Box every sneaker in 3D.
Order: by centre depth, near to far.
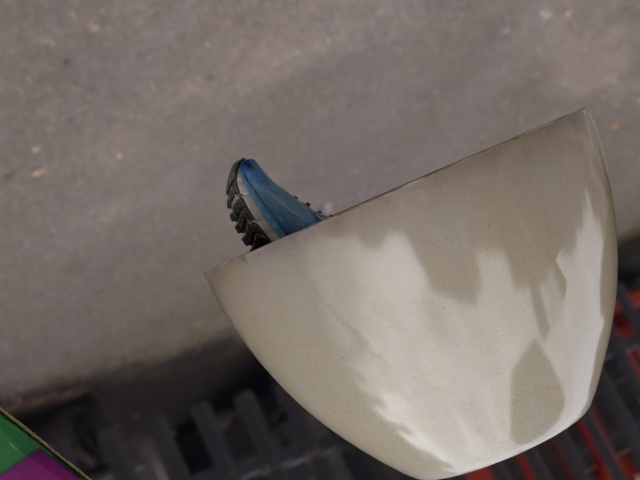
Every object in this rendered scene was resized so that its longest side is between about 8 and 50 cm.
[{"bbox_3d":[0.000,0.000,0.998,0.073,0.162,0.063,-46,-174,-15],"label":"sneaker"}]

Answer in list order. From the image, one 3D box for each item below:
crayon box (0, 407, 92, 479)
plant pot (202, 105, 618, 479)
[{"bbox_3d":[-0.268,0.233,1.028,0.106,0.363,0.313,-35,140,-35],"label":"crayon box"},{"bbox_3d":[0.086,0.051,0.974,0.284,0.191,0.284,-23,180,0],"label":"plant pot"}]
